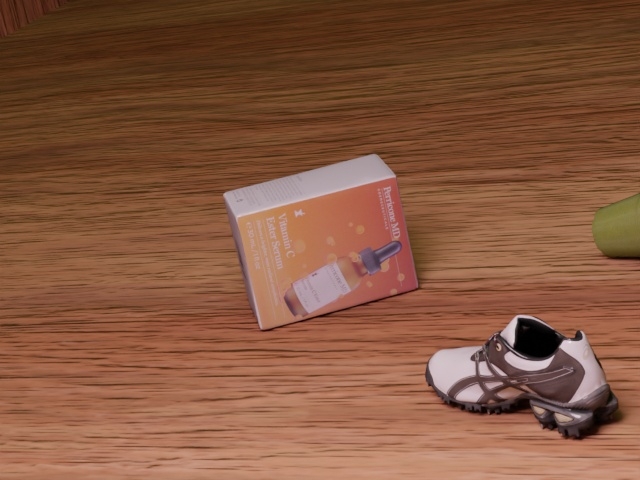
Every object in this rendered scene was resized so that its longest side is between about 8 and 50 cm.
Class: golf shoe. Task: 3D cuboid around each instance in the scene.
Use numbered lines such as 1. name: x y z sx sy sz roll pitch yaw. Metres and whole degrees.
1. golf shoe: 0.165 0.099 1.423 0.198 0.094 0.077 7 29 46

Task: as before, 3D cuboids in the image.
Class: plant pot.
1. plant pot: 0.316 -0.014 1.672 0.079 0.083 0.083 -11 16 40

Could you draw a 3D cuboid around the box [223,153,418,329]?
1. box: 0.000 0.000 1.732 0.170 0.130 0.091 -15 19 -6
